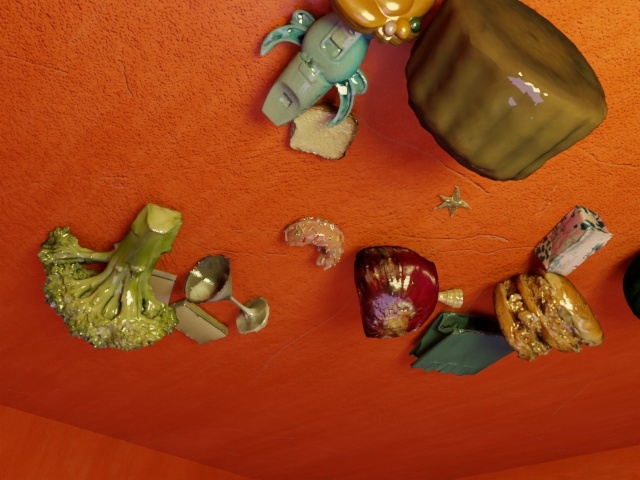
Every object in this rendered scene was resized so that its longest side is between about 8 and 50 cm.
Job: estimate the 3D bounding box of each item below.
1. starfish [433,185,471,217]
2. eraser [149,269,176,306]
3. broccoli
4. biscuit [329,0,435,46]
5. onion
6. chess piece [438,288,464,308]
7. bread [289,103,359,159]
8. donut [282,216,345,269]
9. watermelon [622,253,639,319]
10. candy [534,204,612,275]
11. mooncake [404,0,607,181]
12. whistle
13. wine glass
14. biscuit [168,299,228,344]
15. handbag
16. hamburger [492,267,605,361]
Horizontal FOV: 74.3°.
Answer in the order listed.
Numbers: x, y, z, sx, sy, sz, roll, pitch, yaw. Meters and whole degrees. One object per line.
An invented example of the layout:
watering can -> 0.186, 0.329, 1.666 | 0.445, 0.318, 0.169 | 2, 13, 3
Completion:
starfish -> 0.310, -0.089, 0.976 | 0.086, 0.016, 0.092 | 0, 134, -1
eraser -> -0.481, 0.139, 1.228 | 0.103, 0.023, 0.150 | 17, 135, -16
broccoli -> -0.468, 0.111, 1.067 | 0.397, 0.275, 0.353 | -23, 131, 5
biscuit -> 0.093, -0.359, 0.591 | 0.170, 0.170, 0.050 | 14, 179, -13
onion -> 0.191, 0.107, 1.049 | 0.206, 0.216, 0.207 | -8, 128, 5
chess piece -> 0.318, 0.158, 1.209 | 0.172, 0.060, 0.060 | 7, 136, -2
bread -> 0.002, -0.217, 0.828 | 0.129, 0.044, 0.126 | 9, 144, -12
donut -> 0.000, 0.000, 1.040 | 0.166, 0.065, 0.117 | 26, 132, -26
watermelon -> 0.871, 0.115, 1.016 | 0.242, 0.242, 0.242 | 1, 137, 1
candy -> 0.599, 0.005, 1.012 | 0.073, 0.092, 0.160 | 14, 134, -11
mooncake -> 0.266, -0.233, 0.633 | 0.290, 0.290, 0.161 | 20, 142, -19
whistle -> 0.005, -0.295, 0.695 | 0.274, 0.093, 0.186 | -38, 104, 28
wine glass -> -0.245, 0.159, 1.163 | 0.156, 0.156, 0.232 | -18, 138, 19
biscuit -> -0.400, 0.260, 1.342 | 0.121, 0.041, 0.199 | -21, 131, 25
handbag -> 0.455, 0.332, 1.363 | 0.268, 0.100, 0.274 | 10, 137, -14
hamburger -> 0.590, 0.198, 1.115 | 0.211, 0.245, 0.260 | -33, 97, 25
